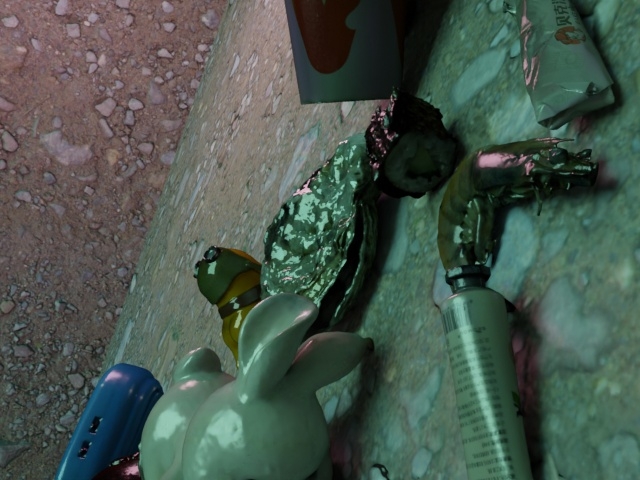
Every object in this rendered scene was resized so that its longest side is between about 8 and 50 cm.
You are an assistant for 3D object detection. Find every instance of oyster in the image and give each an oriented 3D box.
[{"bbox_3d":[0.000,0.000,0.956,0.198,0.112,0.268,0,68,69],"label":"oyster"}]

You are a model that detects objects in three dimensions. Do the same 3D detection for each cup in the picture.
[{"bbox_3d":[0.032,-0.321,0.978,0.203,0.202,0.289,-153,58,-70],"label":"cup"}]

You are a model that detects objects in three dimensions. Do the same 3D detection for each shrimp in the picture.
[{"bbox_3d":[0.157,-0.013,0.660,0.217,0.051,0.150,165,116,-70],"label":"shrimp"}]

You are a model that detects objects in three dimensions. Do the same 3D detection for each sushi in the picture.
[{"bbox_3d":[0.091,-0.104,0.830,0.094,0.098,0.084,-53,27,33],"label":"sushi"}]

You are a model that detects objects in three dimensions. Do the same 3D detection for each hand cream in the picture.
[{"bbox_3d":[0.126,0.132,0.581,0.080,0.050,0.234,140,131,-57],"label":"hand cream"}]

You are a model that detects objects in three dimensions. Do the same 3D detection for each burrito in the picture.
[{"bbox_3d":[0.200,-0.169,0.671,0.064,0.064,0.203,-52,29,41],"label":"burrito"}]

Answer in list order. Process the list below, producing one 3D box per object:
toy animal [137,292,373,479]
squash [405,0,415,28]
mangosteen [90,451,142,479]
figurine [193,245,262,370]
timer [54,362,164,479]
[{"bbox_3d":[-0.082,0.212,0.859,0.310,0.182,0.247,-37,38,56],"label":"toy animal"},{"bbox_3d":[0.090,-0.365,1.192,0.189,0.189,0.260,-61,-14,24],"label":"squash"},{"bbox_3d":[-0.261,0.415,1.142,0.210,0.209,0.210,-52,26,40],"label":"mangosteen"},{"bbox_3d":[-0.122,0.103,1.133,0.166,0.141,0.250,-37,38,54],"label":"figurine"},{"bbox_3d":[-0.366,0.401,1.379,0.340,0.115,0.309,99,-174,-54],"label":"timer"}]
